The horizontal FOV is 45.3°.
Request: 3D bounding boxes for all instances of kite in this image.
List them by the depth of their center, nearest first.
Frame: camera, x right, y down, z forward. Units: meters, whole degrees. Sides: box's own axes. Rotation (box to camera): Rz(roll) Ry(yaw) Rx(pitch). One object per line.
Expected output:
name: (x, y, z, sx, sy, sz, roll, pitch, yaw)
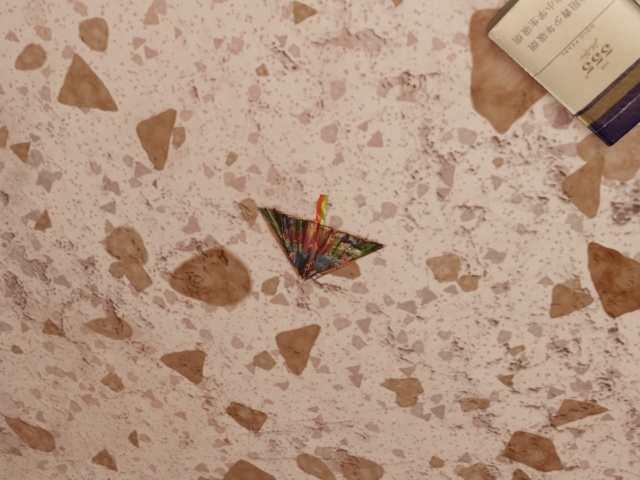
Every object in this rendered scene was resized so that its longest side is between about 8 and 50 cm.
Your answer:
kite: (0.000, 0.000, 1.383, 0.241, 0.014, 0.183, 14, 118, 6)

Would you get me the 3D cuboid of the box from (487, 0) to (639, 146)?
box: (0.387, -0.276, 1.095, 0.259, 0.071, 0.168, 39, 121, -10)
